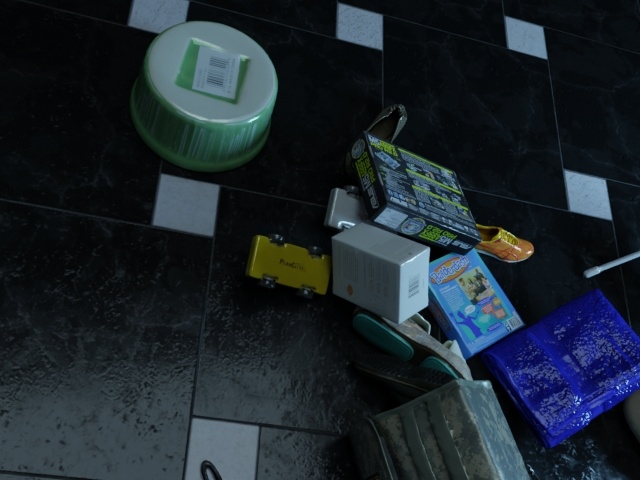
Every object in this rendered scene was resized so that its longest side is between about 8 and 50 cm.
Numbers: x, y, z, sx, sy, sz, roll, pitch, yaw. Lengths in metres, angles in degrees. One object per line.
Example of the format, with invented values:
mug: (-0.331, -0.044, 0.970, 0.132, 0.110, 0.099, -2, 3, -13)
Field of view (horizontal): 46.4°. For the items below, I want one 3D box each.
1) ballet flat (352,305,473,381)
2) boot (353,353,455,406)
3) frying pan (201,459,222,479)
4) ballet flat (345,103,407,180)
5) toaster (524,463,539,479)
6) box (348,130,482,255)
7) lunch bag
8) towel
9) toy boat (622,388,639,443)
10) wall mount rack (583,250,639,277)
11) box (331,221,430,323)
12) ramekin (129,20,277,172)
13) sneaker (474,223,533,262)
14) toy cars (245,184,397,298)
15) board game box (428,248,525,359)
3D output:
ballet flat: (0.208, 0.212, 1.460, 0.316, 0.107, 0.106, 42, 47, 4)
boot: (0.149, 0.301, 1.410, 0.198, 0.136, 0.077, 15, 20, 30)
frying pan: (-0.092, 0.521, 1.221, 0.197, 0.053, 0.326, 4, 65, -20)
ballet flat: (0.132, -0.230, 1.690, 0.084, 0.058, 0.249, 36, 57, 2)
toaster: (0.339, 0.523, 1.334, 0.186, 0.110, 0.168, -25, 73, -29)
box: (0.198, -0.097, 1.565, 0.270, 0.060, 0.216, 18, 41, -33)
lunch bag: (0.183, 0.391, 1.261, 0.169, 0.287, 0.235, 17, 48, -53)
towel: (0.513, 0.249, 1.515, 0.308, 0.076, 0.227, -26, 68, -16)
toy boat: (0.744, 0.382, 1.560, 0.151, 0.151, 0.231, -2, 61, -55)
wall mount rack: (0.792, 0.122, 1.711, 0.304, 0.130, 0.349, -9, 67, -28)
box: (0.112, 0.058, 1.417, 0.171, 0.130, 0.091, 24, 37, 39)
ramekin: (-0.234, -0.306, 1.544, 0.304, 0.148, 0.303, 9, 61, -16)
sneaker: (0.401, 0.005, 1.659, 0.175, 0.067, 0.064, 11, 59, -16)
toy cars: (0.000, 0.000, 1.501, 0.394, 0.087, 0.176, -33, 111, -33)
board game box: (0.308, 0.127, 1.571, 0.160, 0.047, 0.210, -22, 73, -28)
